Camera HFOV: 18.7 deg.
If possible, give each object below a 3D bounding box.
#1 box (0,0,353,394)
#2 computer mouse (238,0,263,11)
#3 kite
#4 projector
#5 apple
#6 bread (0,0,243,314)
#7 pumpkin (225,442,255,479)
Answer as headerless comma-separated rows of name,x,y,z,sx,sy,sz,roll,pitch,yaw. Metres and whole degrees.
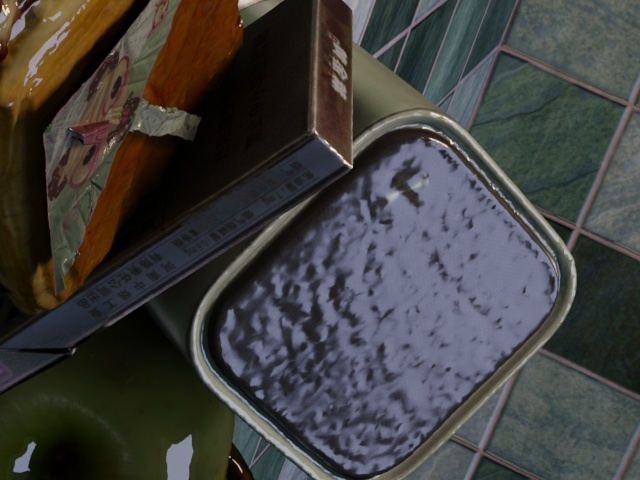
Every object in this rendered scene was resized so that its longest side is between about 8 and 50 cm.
box,-0.115,-0.034,1.312,0.325,0.047,0.180,-32,-147,25
computer mouse,-0.090,-0.134,1.562,0.374,0.114,0.203,-64,155,-3
kite,-0.105,-0.070,1.104,0.229,0.012,0.250,-64,170,10
projector,0.000,0.000,1.434,0.248,0.249,0.248,-45,125,1
apple,-0.192,0.164,1.555,0.279,0.279,0.279,-60,168,-21
bread,-0.165,-0.136,1.139,0.277,0.167,0.324,-59,167,-25
pumpkin,-0.182,0.297,1.792,0.303,0.256,0.225,-61,-168,-9
